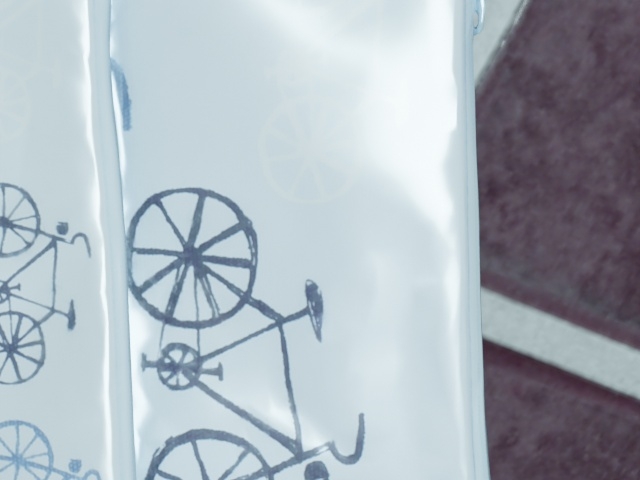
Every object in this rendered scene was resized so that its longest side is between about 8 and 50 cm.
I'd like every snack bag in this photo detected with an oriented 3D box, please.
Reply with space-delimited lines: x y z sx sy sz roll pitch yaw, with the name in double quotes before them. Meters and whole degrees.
"snack bag" -0.088 0.011 0.823 0.342 0.037 0.323 -3 99 -4
